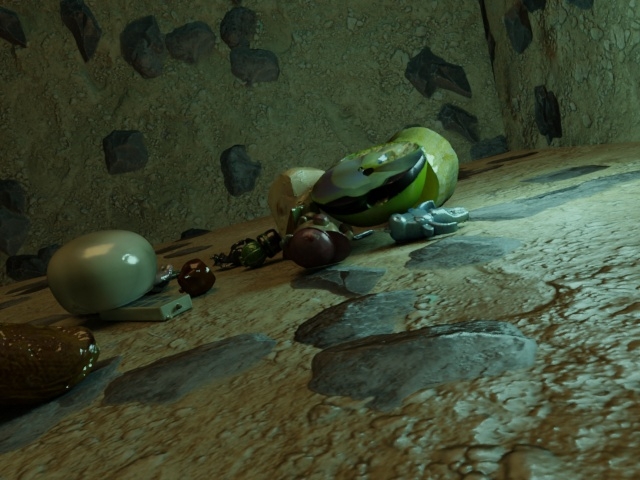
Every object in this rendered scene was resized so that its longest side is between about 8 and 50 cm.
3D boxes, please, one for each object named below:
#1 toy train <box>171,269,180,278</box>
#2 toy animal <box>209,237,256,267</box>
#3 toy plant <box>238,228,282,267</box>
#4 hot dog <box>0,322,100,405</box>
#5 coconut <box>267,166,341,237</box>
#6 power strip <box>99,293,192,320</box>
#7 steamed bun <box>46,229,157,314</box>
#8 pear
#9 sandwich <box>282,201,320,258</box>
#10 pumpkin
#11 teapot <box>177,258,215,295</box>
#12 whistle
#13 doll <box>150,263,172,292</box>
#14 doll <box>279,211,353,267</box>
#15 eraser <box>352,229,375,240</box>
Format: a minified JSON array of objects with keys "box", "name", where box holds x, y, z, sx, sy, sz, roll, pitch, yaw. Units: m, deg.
[{"box":[-0.580,0.138,2.068,0.092,0.029,0.045,-15,16,-11],"name":"toy train"},{"box":[-0.286,0.058,1.988,0.232,0.085,0.148,-10,23,19],"name":"toy animal"},{"box":[-0.207,0.033,1.856,0.162,0.093,0.093,-36,13,-9],"name":"toy plant"},{"box":[-0.580,0.226,1.043,0.272,0.122,0.196,11,15,-41],"name":"hot dog"},{"box":[-0.042,-0.135,2.061,0.254,0.298,0.297,-3,1,-34],"name":"coconut"},{"box":[-0.506,0.194,1.546,0.367,0.043,0.106,-7,12,40],"name":"power strip"},{"box":[-0.662,0.078,1.633,0.324,0.207,0.324,-10,16,3],"name":"steamed bun"},{"box":[0.182,-0.163,1.771,0.398,0.165,0.399,-22,28,13],"name":"pear"},{"box":[-0.072,-0.034,1.827,0.117,0.188,0.144,-20,16,-31],"name":"sandwich"},{"box":[0.326,-0.234,1.951,0.332,0.333,0.199,-10,12,26],"name":"pumpkin"},{"box":[-0.388,0.123,1.642,0.116,0.116,0.173,-17,-17,-14],"name":"teapot"},{"box":[0.317,-0.057,1.616,0.268,0.093,0.180,-16,29,-9],"name":"whistle"},{"box":[-0.601,0.137,1.895,0.149,0.095,0.192,-15,5,-44],"name":"doll"},{"box":[-0.001,-0.004,1.603,0.196,0.152,0.256,-14,10,15],"name":"doll"},{"box":[0.148,-0.018,1.878,0.099,0.019,0.027,-21,-3,-33],"name":"eraser"}]
